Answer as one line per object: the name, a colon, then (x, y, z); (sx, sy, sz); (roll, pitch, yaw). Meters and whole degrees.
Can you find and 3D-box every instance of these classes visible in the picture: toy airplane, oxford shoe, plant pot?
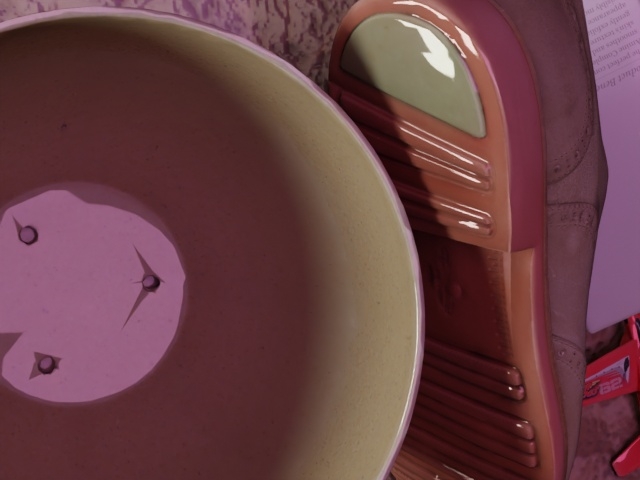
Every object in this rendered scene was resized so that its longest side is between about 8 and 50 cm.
toy airplane: (0.238, 0.109, 0.744); (0.151, 0.028, 0.151); (-2, 95, -18)
oxford shoe: (0.110, 0.030, 0.583); (0.146, 0.140, 0.397); (-36, 135, -35)
plant pot: (-0.114, 0.039, 0.526); (0.284, 0.191, 0.284); (-1, 93, -19)

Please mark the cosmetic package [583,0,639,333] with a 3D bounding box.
cosmetic package: (0.172, -0.071, 0.661); (0.117, 0.085, 0.231); (-25, 104, 10)
